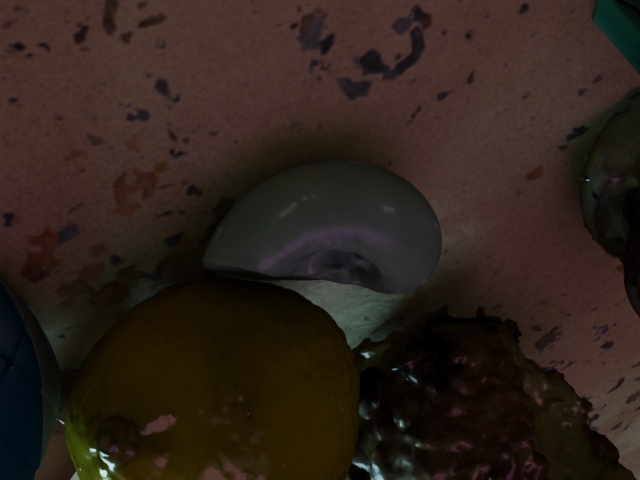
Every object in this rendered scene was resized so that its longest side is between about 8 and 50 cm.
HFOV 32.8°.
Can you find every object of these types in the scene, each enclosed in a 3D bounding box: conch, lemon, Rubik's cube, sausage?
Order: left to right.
[{"bbox_3d":[-0.296,0.151,0.940,0.254,0.254,0.254,-15,139,-13],"label":"Rubik's cube"},{"bbox_3d":[-0.309,0.244,1.132,0.086,0.086,0.289,15,127,-38],"label":"sausage"},{"bbox_3d":[-0.098,0.167,1.005,0.321,0.268,0.268,-21,152,-56],"label":"lemon"},{"bbox_3d":[0.001,-0.004,0.999,0.221,0.121,0.185,4,147,-22],"label":"conch"}]

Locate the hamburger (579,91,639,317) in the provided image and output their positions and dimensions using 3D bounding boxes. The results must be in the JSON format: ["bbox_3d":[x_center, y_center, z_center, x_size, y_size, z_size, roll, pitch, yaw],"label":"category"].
[{"bbox_3d":[0.439,-0.034,1.145,0.317,0.195,0.277,-19,143,-4],"label":"hamburger"}]

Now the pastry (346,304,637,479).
[{"bbox_3d":[0.156,0.270,1.224,0.337,0.292,0.405,-33,112,27],"label":"pastry"}]

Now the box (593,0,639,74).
[{"bbox_3d":[0.384,-0.184,0.975,0.226,0.161,0.042,-13,139,-15],"label":"box"}]
